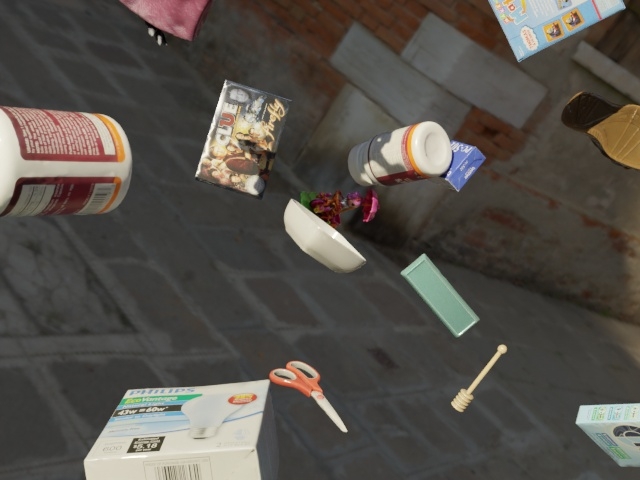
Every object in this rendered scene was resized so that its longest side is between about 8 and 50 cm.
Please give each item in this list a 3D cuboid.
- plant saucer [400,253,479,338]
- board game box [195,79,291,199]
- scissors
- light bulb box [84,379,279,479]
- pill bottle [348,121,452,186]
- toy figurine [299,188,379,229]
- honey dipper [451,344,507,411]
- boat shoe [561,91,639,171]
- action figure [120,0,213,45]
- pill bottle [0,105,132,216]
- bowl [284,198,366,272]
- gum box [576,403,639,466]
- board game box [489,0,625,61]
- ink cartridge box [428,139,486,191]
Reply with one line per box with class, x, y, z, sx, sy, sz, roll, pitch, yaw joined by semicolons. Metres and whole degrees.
plant saucer;0.255;0.120;1.735;0.192;0.067;0.018;49;5;-9
board game box;-0.180;-0.235;1.926;0.165;0.243;0.042;16;-7;-5
scissors;0.000;0.336;1.804;0.109;0.021;0.297;-8;21;-38
light bulb box;-0.282;0.485;1.806;0.357;0.225;0.361;-5;13;1
pill bottle;0.172;-0.185;1.825;0.121;0.121;0.221;17;-17;-39
toy figurine;0.057;-0.085;1.956;0.173;0.159;0.130;43;35;-56
honey dipper;0.315;0.269;1.623;0.030;0.161;0.030;30;15;-9
boat shoe;0.665;-0.220;1.786;0.123;0.123;0.342;30;10;-31
action figure;-0.179;-0.500;1.304;0.248;0.370;0.276;33;22;-32
pill bottle;-0.604;-0.159;1.673;0.392;0.224;0.224;-4;42;-51
bowl;0.000;0.000;1.438;0.142;0.053;0.142;34;8;-36
gum box;0.573;0.344;1.443;0.157;0.184;0.041;43;55;-24
board game box;0.432;-0.455;1.531;0.160;0.211;0.039;58;21;-18
ink cartridge box;0.276;-0.180;1.867;0.046;0.097;0.207;43;-4;-28
